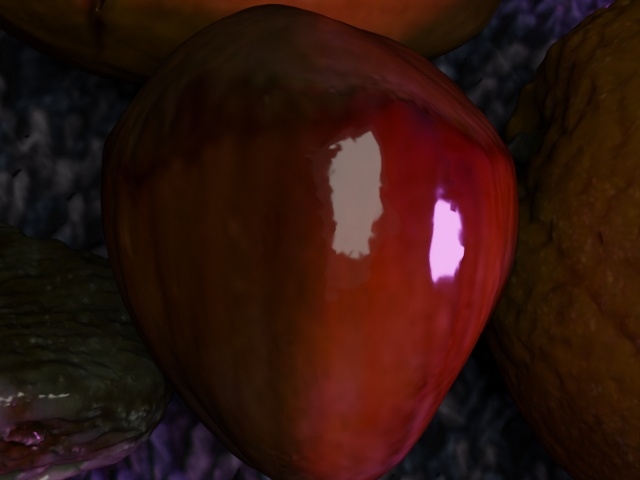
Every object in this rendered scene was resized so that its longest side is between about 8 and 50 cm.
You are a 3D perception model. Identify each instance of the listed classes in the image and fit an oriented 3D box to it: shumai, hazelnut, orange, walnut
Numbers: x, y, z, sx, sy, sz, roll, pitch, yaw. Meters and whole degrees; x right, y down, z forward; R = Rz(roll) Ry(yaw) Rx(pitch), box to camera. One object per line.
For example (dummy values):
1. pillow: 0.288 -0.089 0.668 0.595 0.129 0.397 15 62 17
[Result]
1. shumai: -0.163 0.087 0.604 0.184 0.184 0.142 4 117 -13
2. hazelnut: -0.010 0.001 0.550 0.186 0.210 0.210 37 77 -8
3. orange: 0.254 0.021 0.629 0.357 0.322 0.322 25 78 1
4. walnut: -0.026 -0.173 0.643 0.336 0.209 0.209 1 83 -22
